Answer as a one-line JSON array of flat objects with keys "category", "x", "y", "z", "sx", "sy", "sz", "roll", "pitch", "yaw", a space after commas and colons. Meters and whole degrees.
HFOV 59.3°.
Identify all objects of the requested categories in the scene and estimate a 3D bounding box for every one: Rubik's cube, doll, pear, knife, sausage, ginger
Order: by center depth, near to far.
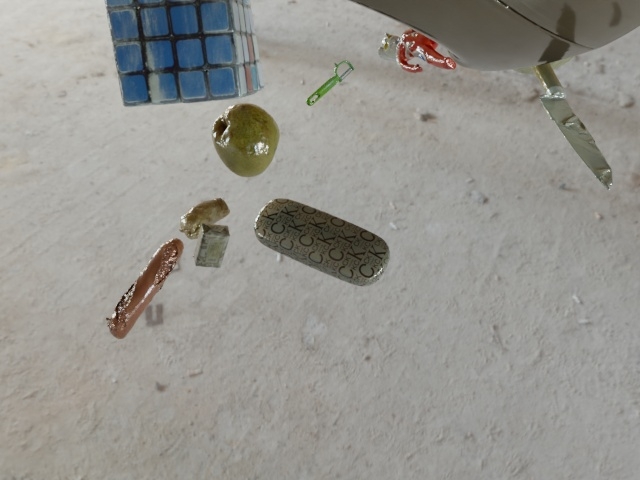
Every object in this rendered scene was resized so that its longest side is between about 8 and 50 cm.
[{"category": "knife", "x": 0.291, "y": -0.171, "z": 0.693, "sx": 0.047, "sy": 0.017, "sz": 0.298, "roll": 5, "pitch": 53, "yaw": -22}, {"category": "Rubik's cube", "x": -0.278, "y": -0.426, "z": 1.199, "sx": 0.256, "sy": 0.259, "sz": 0.253, "roll": -4, "pitch": 18, "yaw": 6}, {"category": "ginger", "x": -0.306, "y": -0.062, "z": 1.473, "sx": 0.095, "sy": 0.069, "sz": 0.190, "roll": 18, "pitch": 32, "yaw": 12}, {"category": "sausage", "x": -0.494, "y": 0.129, "z": 1.595, "sx": 0.079, "sy": 0.087, "sz": 0.327, "roll": 35, "pitch": 77, "yaw": -10}, {"category": "knife", "x": 0.022, "y": -0.453, "z": 1.602, "sx": 0.212, "sy": 0.054, "sz": 0.015, "roll": -48, "pitch": 24, "yaw": -27}, {"category": "doll", "x": 0.309, "y": -0.613, "z": 1.763, "sx": 0.099, "sy": 0.189, "sz": 0.384, "roll": 26, "pitch": -1, "yaw": -32}, {"category": "pear", "x": -0.246, "y": -0.328, "z": 1.818, "sx": 0.188, "sy": 0.211, "sz": 0.229, "roll": 6, "pitch": 75, "yaw": 56}]

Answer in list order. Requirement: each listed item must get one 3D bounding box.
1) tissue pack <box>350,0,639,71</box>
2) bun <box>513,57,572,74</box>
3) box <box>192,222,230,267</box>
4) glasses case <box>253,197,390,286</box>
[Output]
[{"category": "tissue pack", "x": 0.162, "y": -0.326, "z": 0.494, "sx": 0.386, "sy": 0.268, "sz": 0.276, "roll": 11, "pitch": -9, "yaw": -37}, {"category": "bun", "x": 0.414, "y": -0.411, "z": 0.961, "sx": 0.152, "sy": 0.260, "sz": 0.259, "roll": 11, "pitch": 44, "yaw": 17}, {"category": "box", "x": -0.237, "y": 0.012, "z": 1.218, "sx": 0.062, "sy": 0.098, "sz": 0.045, "roll": 7, "pitch": 36, "yaw": -25}, {"category": "glasses case", "x": 0.000, "y": 0.000, "z": 1.389, "sx": 0.354, "sy": 0.085, "sz": 0.137, "roll": 23, "pitch": 65, "yaw": 17}]
